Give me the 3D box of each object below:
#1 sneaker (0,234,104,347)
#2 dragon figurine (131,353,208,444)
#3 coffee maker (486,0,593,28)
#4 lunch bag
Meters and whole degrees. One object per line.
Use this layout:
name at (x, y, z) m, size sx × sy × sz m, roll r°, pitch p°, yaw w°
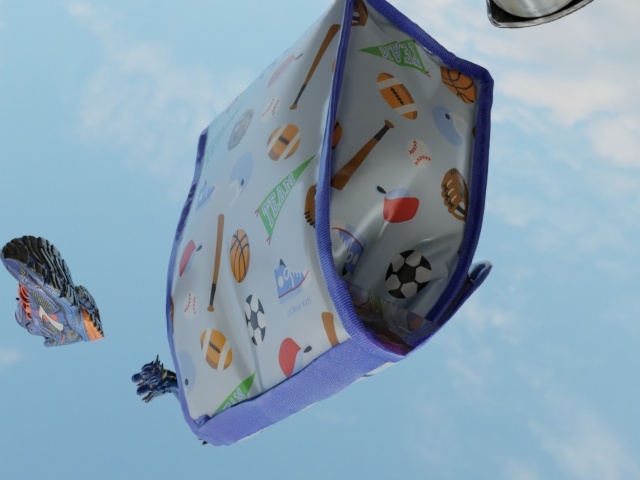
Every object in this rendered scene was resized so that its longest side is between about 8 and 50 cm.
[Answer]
sneaker at (-0.341, 0.076, 1.072) m, size 0.087 × 0.221 × 0.083 m, roll -24°, pitch -126°, yaw -5°
dragon figurine at (-0.137, 0.219, 1.320) m, size 0.289 × 0.144 × 0.085 m, roll -13°, pitch -147°, yaw -1°
coffee maker at (0.119, -0.257, 0.611) m, size 0.178 × 0.120 × 0.171 m, roll 22°, pitch -143°, yaw -57°
lunch bag at (0.000, 0.000, 0.891) m, size 0.239 × 0.328 × 0.385 m, roll 27°, pitch -129°, yaw -22°
